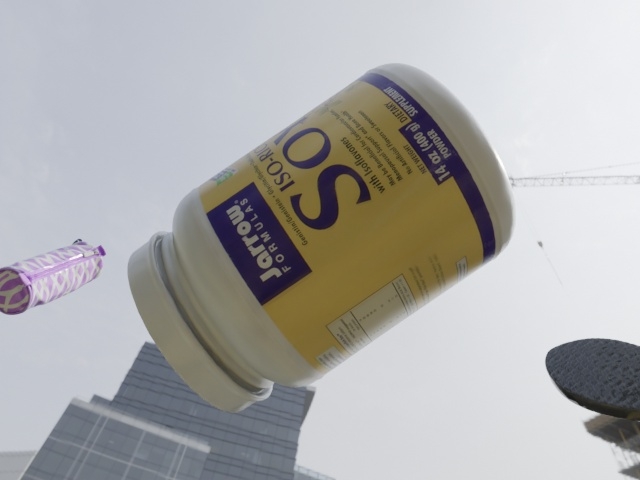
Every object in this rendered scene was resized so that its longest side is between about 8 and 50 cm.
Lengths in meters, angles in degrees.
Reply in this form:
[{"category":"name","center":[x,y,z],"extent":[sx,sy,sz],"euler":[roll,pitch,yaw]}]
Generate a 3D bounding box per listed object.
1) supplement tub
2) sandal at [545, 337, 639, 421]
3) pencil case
[{"category":"supplement tub","center":[0.000,0.000,0.454],"extent":[0.331,0.241,0.241],"euler":[-34,-62,-1]},{"category":"sandal","center":[0.388,0.168,0.460],"extent":[0.254,0.097,0.055],"euler":[0,-53,32]},{"category":"pencil case","center":[-0.473,0.060,0.747],"extent":[0.088,0.206,0.087],"euler":[-22,-79,12]}]
